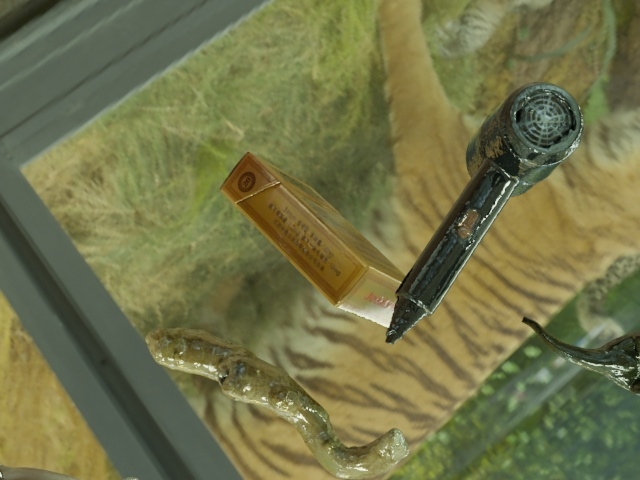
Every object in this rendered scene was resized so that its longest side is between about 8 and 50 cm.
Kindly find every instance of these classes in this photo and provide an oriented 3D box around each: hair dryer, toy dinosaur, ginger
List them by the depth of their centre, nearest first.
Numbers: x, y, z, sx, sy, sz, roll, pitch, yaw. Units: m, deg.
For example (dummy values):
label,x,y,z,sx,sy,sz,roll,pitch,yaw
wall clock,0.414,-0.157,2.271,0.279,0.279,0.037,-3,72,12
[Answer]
label,x,y,z,sx,sy,sz,roll,pitch,yaw
ginger,-0.047,0.160,1.020,0.075,0.288,0.089,-61,173,1
hair dryer,0.183,-0.022,1.214,0.352,0.107,0.189,-56,178,-12
toy dinosaur,0.370,0.142,1.272,0.187,0.179,0.087,-2,95,-48

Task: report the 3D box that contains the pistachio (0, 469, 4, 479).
label,x,y,z,sx,sy,sz,roll,pitch,yaw
pistachio,-0.365,0.250,0.902,0.165,0.210,0.130,-4,162,-8

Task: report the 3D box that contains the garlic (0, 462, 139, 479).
label,x,y,z,sx,sy,sz,roll,pitch,yaw
garlic,-0.400,0.435,1.584,0.266,0.128,0.148,1,130,2

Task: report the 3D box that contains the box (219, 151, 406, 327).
label,x,y,z,sx,sy,sz,roll,pitch,yaw
box,0.000,0.000,1.419,0.076,0.274,0.174,-50,147,7
